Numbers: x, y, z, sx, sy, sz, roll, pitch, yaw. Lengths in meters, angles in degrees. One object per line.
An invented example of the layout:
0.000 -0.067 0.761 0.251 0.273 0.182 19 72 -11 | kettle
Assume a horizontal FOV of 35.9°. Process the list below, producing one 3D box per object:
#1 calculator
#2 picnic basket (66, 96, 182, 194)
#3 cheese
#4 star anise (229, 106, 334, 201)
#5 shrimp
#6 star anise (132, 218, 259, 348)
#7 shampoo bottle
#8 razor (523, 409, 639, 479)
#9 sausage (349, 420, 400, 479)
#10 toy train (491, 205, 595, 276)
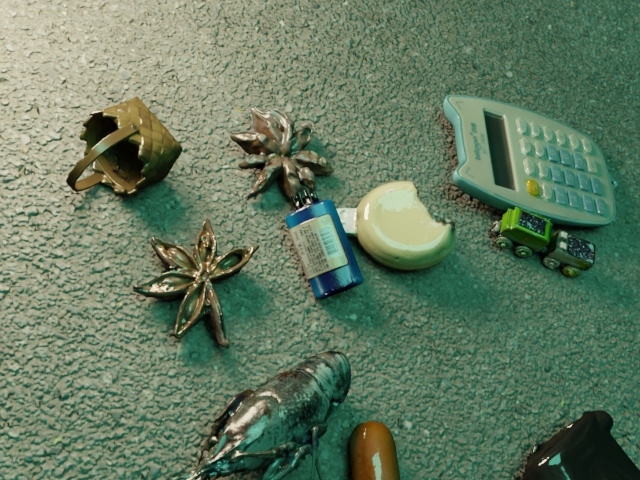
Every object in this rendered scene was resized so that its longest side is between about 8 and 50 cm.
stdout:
0.406 -0.145 1.882 0.386 0.054 0.256 11 55 -19 | calculator
-0.323 -0.136 1.541 0.138 0.128 0.178 47 47 8 | picnic basket
0.099 -0.012 1.686 0.249 0.071 0.163 -16 72 -16 | cheese
-0.060 -0.140 1.693 0.195 0.065 0.182 10 66 -27 | star anise
-0.063 0.290 1.418 0.172 0.137 0.372 36 53 18 | shrimp
-0.197 0.060 1.537 0.172 0.063 0.208 18 62 -9 | star anise
0.000 0.000 1.630 0.087 0.050 0.183 -21 83 0 | shampoo bottle
0.477 0.451 1.577 0.204 0.113 0.349 -30 76 -33 | razor
0.084 0.371 1.482 0.076 0.076 0.197 5 64 -20 | sausage
0.411 0.004 1.802 0.202 0.081 0.060 21 57 -11 | toy train
